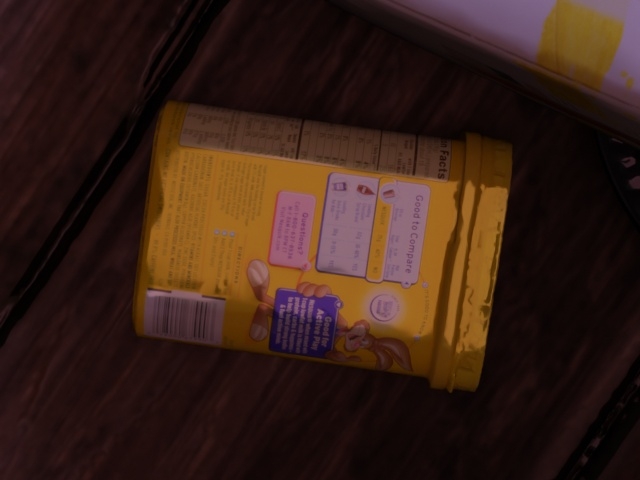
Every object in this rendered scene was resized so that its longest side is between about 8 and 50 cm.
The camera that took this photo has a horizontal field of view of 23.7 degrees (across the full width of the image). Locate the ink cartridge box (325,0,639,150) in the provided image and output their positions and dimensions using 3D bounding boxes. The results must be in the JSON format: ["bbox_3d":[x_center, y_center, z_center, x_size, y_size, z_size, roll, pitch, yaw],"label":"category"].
[{"bbox_3d":[0.195,-0.165,0.621,0.384,0.160,0.279,28,94,24],"label":"ink cartridge box"}]

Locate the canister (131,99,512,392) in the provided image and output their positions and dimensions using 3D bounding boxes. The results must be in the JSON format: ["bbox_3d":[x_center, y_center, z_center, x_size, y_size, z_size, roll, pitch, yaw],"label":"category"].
[{"bbox_3d":[0.000,0.000,0.747,0.169,0.073,0.126,8,94,0],"label":"canister"}]

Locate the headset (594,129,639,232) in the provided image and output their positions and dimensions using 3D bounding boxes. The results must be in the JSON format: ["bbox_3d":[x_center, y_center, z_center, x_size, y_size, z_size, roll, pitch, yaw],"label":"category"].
[{"bbox_3d":[0.327,-0.049,0.737,0.394,0.185,0.243,21,90,13],"label":"headset"}]
